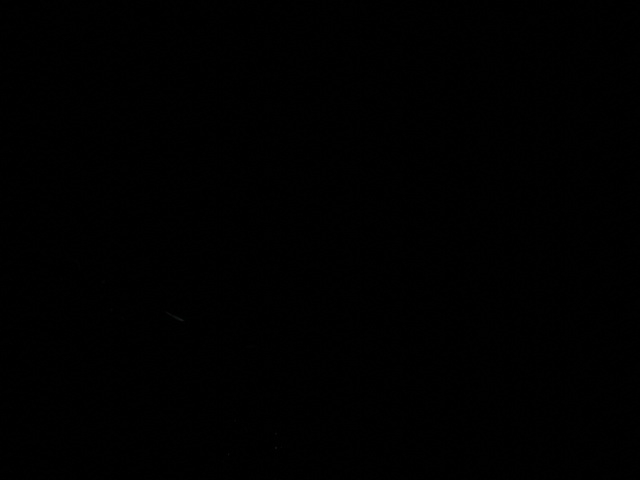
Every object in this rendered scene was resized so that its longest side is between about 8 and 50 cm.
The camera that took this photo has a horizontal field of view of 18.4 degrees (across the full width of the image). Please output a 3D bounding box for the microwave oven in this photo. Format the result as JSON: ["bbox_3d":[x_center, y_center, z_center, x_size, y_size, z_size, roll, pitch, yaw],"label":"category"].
[{"bbox_3d":[0.000,0.000,0.196,0.218,0.286,0.355,28,27,-18],"label":"microwave oven"}]
